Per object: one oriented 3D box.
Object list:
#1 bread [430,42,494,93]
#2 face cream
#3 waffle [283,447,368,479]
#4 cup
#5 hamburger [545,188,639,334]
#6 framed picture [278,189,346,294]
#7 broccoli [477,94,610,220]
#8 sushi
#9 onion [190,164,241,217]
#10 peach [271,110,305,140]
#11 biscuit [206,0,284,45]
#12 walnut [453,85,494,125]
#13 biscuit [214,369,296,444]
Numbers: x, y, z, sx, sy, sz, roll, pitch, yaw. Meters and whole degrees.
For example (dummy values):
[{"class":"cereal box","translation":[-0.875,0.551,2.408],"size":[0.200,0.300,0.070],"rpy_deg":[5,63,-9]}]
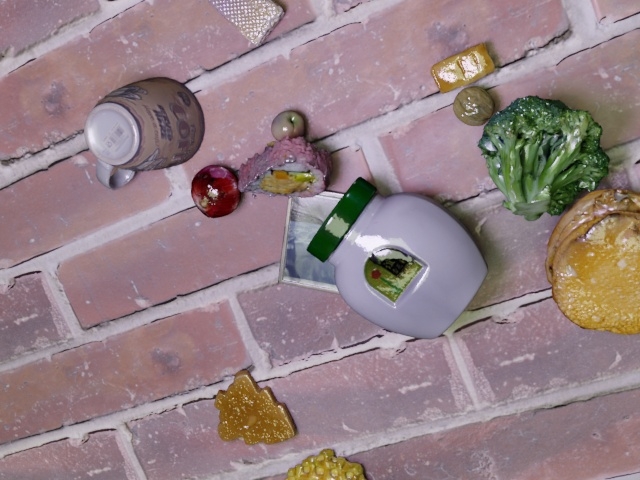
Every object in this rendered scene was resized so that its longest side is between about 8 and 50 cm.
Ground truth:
[{"class":"bread","translation":[0.308,-0.371,1.588],"size":[0.132,0.053,0.074],"rpy_deg":[-19,98,21]},{"class":"face cream","translation":[0.170,0.040,1.644],"size":[0.357,0.219,0.312],"rpy_deg":[36,111,1]},{"class":"waffle","translation":[0.026,0.690,1.949],"size":[0.291,0.051,0.291],"rpy_deg":[4,103,17]},{"class":"cup","translation":[-0.453,-0.237,1.732],"size":[0.227,0.257,0.301],"rpy_deg":[40,113,5]},{"class":"hamburger","translation":[0.624,0.039,1.530],"size":[0.290,0.170,0.314],"rpy_deg":[13,123,4]},{"class":"framed picture","translation":[0.000,0.000,1.792],"size":[0.189,0.023,0.259],"rpy_deg":[11,106,10]},{"class":"broccoli","translation":[0.448,-0.165,1.502],"size":[0.265,0.295,0.245],"rpy_deg":[-12,63,48]},{"class":"sushi","translation":[-0.074,-0.158,1.709],"size":[0.161,0.107,0.241],"rpy_deg":[25,147,-29]},{"class":"onion","translation":[-0.252,-0.117,1.780],"size":[0.131,0.131,0.131],"rpy_deg":[4,105,15]},{"class":"peach","translation":[-0.075,-0.262,1.711],"size":[0.083,0.083,0.083],"rpy_deg":[4,105,15]},{"class":"biscuit","translation":[-0.197,-0.562,1.676],"size":[0.239,0.062,0.108],"rpy_deg":[43,109,0]},{"class":"walnut","translation":[0.332,-0.291,1.590],"size":[0.092,0.092,0.092],"rpy_deg":[4,105,15]},{"class":"biscuit","translation":[-0.172,0.464,1.951],"size":[0.239,0.041,0.212],"rpy_deg":[22,103,9]}]
